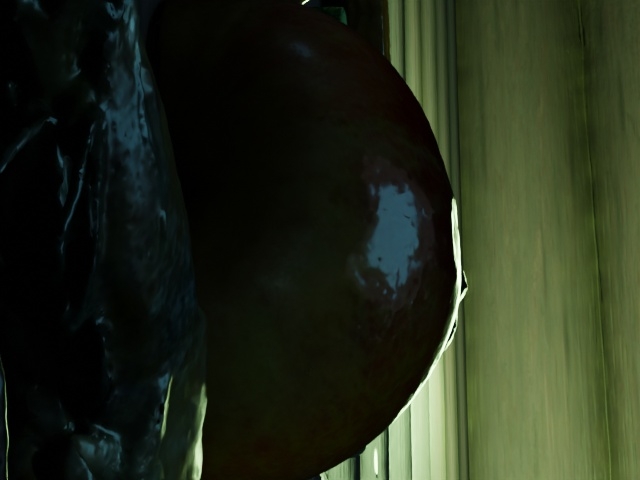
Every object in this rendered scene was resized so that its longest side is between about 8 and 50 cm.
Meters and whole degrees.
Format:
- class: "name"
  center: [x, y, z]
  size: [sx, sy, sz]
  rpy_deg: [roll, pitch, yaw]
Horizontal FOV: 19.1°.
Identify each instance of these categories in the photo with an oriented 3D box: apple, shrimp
- class: "apple"
  center: [0.000, 0.000, 1.102]
  size: [0.251, 0.163, 0.293]
  rpy_deg: [67, 22, -64]
- class: "shrimp"
  center: [-0.107, 0.032, 0.662]
  size: [0.272, 0.085, 0.445]
  rpy_deg: [-65, 156, -62]

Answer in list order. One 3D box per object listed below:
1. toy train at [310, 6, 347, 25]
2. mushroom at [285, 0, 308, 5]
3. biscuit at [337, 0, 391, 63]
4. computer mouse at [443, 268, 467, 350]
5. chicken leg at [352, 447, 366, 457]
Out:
- class: "toy train"
  center: [-0.006, -0.070, 1.409]
  size: [0.200, 0.083, 0.132]
  rpy_deg: [-83, 156, -53]
- class: "mushroom"
  center: [0.030, -0.253, 1.319]
  size: [0.209, 0.206, 0.206]
  rpy_deg: [-64, 151, -61]
- class: "biscuit"
  center: [0.046, -0.170, 1.894]
  size: [0.269, 0.051, 0.376]
  rpy_deg: [-68, 155, -77]
- class: "computer mouse"
  center: [0.027, 0.057, 1.393]
  size: [0.088, 0.147, 0.264]
  rpy_deg: [63, 12, -5]
- class: "chicken leg"
  center: [0.035, 0.083, 1.568]
  size: [0.251, 0.107, 0.087]
  rpy_deg: [-69, 173, -53]
